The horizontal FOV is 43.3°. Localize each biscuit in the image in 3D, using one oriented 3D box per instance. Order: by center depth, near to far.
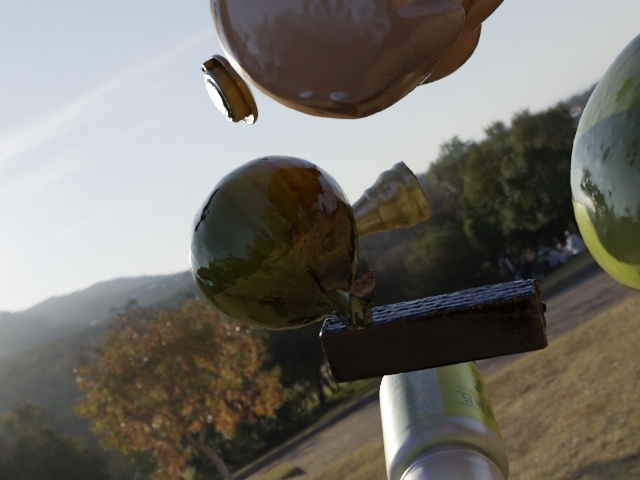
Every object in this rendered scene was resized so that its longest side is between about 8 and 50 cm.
[{"bbox_3d":[0.193,0.158,1.387,0.389,0.107,0.073,-13,18,15],"label":"biscuit"}]

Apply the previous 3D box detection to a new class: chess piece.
[{"bbox_3d":[0.000,0.000,1.441,0.397,0.117,0.117,-28,-4,-3],"label":"chess piece"}]

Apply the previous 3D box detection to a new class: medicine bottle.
[{"bbox_3d":[0.222,0.374,1.464,0.214,0.213,0.378,-30,22,14],"label":"medicine bottle"}]

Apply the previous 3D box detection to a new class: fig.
[{"bbox_3d":[-0.016,0.012,0.668,0.142,0.186,0.148,-31,-29,-46],"label":"fig"}]

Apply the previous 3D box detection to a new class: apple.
[{"bbox_3d":[0.581,-0.113,1.128,0.474,0.473,0.473,-29,-4,-2],"label":"apple"}]

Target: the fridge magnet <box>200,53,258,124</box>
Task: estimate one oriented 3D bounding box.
[{"bbox_3d":[-0.162,-0.269,1.456,0.063,0.143,0.143,-33,-3,-14],"label":"fridge magnet"}]

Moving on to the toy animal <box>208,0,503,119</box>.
[{"bbox_3d":[0.037,-0.196,0.593,0.213,0.195,0.256,-10,12,32],"label":"toy animal"}]
